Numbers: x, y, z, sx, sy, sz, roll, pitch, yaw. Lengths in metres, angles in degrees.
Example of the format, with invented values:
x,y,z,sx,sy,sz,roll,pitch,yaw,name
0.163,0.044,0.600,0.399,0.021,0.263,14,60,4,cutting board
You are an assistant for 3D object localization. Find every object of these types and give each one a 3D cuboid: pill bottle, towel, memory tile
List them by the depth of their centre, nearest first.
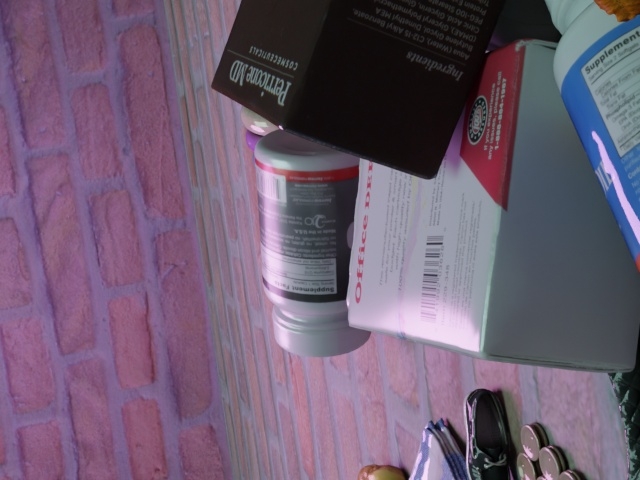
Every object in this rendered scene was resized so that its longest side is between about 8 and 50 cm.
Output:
x,y,z,sx,sy,sz,roll,pitch,yaw,name
0.216,-0.085,0.583,0.124,0.124,0.221,111,147,-60,pill bottle
0.223,0.263,0.944,0.113,0.012,0.148,-128,32,-58,memory tile
0.139,0.359,1.085,0.285,0.034,0.209,-111,33,-68,towel
0.000,0.000,1.285,0.161,0.161,0.283,-132,36,-61,pill bottle

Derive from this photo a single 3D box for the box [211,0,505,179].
x,y,z,sx,sy,sz,roll,pitch,yaw,name
0.060,-0.258,0.723,0.191,0.143,0.381,37,111,62,box

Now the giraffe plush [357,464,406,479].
x,y,z,sx,sy,sz,roll,pitch,yaw,name
0.048,0.431,1.342,0.181,0.171,0.210,147,112,-72,giraffe plush

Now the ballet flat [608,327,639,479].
x,y,z,sx,sy,sz,roll,pitch,yaw,name
0.240,0.147,0.735,0.049,0.057,0.173,-6,85,29,ballet flat

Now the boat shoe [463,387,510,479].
x,y,z,sx,sy,sz,roll,pitch,yaw,name
0.179,0.218,1.015,0.038,0.046,0.125,125,142,-74,boat shoe

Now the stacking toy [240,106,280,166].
x,y,z,sx,sy,sz,roll,pitch,yaw,name
-0.033,-0.054,1.433,0.141,0.141,0.330,-128,29,-58,stacking toy

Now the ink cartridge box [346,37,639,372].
x,y,z,sx,sy,sz,roll,pitch,yaw,name
0.134,-0.022,0.801,0.306,0.131,0.226,-178,95,-75,ink cartridge box

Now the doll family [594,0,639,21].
x,y,z,sx,sy,sz,roll,pitch,yaw,name
0.210,-0.184,0.466,0.263,0.163,0.118,-10,132,48,doll family

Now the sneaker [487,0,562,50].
x,y,z,sx,sy,sz,roll,pitch,yaw,name
0.142,-0.252,0.807,0.115,0.090,0.232,107,149,-49,sneaker
